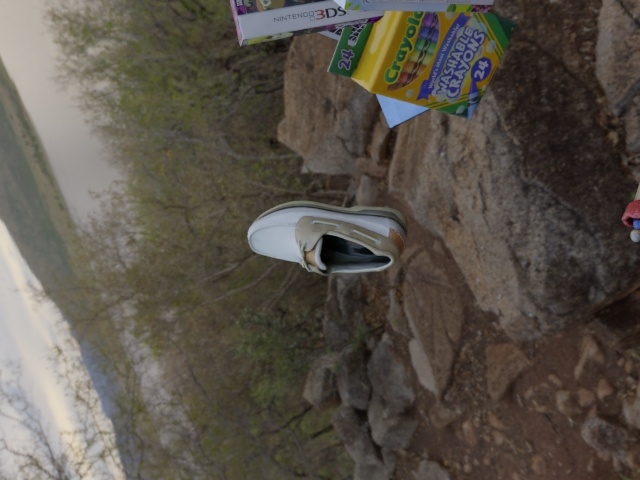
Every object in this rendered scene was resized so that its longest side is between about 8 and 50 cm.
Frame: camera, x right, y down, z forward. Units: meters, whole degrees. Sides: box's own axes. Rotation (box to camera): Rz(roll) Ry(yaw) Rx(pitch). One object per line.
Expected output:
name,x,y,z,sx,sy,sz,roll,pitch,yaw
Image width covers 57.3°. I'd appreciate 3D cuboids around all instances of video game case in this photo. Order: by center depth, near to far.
video game case,-0.035,-0.405,0.808,0.042,0.211,0.231,-159,56,-75

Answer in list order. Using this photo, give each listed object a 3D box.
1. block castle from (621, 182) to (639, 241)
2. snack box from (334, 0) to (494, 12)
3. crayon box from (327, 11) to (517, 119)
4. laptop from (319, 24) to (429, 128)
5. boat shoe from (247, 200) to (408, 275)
block castle,1.024,-0.026,1.423,0.454,0.212,0.303,24,170,-4
snack box,0.082,-0.332,0.687,0.174,0.207,0.070,55,146,39
crayon box,0.197,-0.365,1.110,0.083,0.323,0.203,53,129,48
laptop,0.133,-0.515,1.563,0.382,0.408,0.236,-14,65,63
boat shoe,0.000,0.000,1.045,0.103,0.303,0.113,-69,-31,-47
